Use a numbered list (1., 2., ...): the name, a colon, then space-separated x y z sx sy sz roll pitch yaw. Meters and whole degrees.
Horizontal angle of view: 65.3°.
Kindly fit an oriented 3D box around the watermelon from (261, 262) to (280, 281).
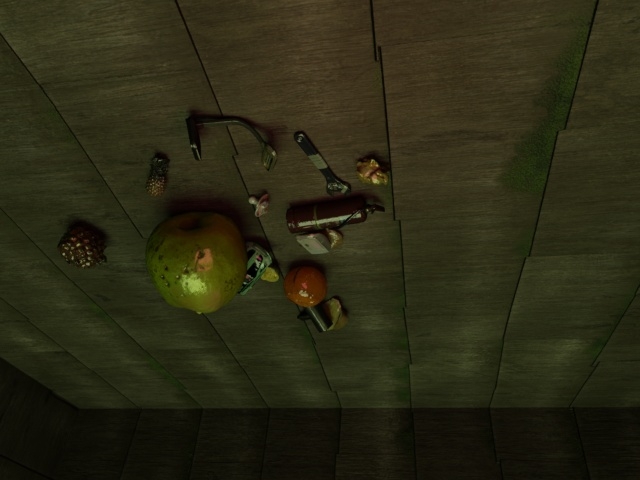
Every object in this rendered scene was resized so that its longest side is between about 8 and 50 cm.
1. watermelon: -0.215 0.127 2.115 0.106 0.062 0.105 15 139 14

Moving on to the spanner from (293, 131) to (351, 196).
1. spanner: 0.001 -0.243 1.655 0.087 0.024 0.316 -13 140 29

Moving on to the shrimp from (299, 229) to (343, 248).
1. shrimp: 0.000 0.000 1.951 0.180 0.041 0.099 -9 139 17

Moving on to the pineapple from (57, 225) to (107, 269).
1. pineapple: -0.936 0.038 1.989 0.166 0.166 0.193 -29 129 35

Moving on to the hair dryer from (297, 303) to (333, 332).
1. hair dryer: -0.067 0.339 2.368 0.195 0.078 0.248 58 148 -6

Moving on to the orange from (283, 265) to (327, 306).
1. orange: -0.061 0.190 2.108 0.194 0.161 0.193 9 154 4

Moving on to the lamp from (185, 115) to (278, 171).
1. lamp: -0.274 -0.294 1.568 0.284 0.124 0.203 5 163 -6

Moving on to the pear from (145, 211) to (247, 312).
1. pear: -0.442 0.087 1.834 0.391 0.390 0.391 3 142 2

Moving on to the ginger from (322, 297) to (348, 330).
1. ginger: 0.084 0.345 2.360 0.123 0.115 0.193 -4 139 -25

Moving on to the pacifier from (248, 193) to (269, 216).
1. pacifier: -0.225 -0.131 1.788 0.078 0.081 0.099 32 142 10

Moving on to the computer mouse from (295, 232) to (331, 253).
1. computer mouse: -0.025 0.005 1.878 0.102 0.044 0.199 -7 160 18

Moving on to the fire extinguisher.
1. fire extinguisher: 0.056 -0.091 1.790 0.342 0.105 0.141 -8 176 14

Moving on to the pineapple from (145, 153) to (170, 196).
1. pineapple: -0.552 -0.224 1.699 0.074 0.074 0.159 16 133 -14

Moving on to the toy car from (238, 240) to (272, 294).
1. toy car: -0.314 0.128 2.044 0.136 0.125 0.306 40 137 -3

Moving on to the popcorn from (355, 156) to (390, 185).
1. popcorn: 0.169 -0.220 1.621 0.109 0.089 0.097 8 178 10
